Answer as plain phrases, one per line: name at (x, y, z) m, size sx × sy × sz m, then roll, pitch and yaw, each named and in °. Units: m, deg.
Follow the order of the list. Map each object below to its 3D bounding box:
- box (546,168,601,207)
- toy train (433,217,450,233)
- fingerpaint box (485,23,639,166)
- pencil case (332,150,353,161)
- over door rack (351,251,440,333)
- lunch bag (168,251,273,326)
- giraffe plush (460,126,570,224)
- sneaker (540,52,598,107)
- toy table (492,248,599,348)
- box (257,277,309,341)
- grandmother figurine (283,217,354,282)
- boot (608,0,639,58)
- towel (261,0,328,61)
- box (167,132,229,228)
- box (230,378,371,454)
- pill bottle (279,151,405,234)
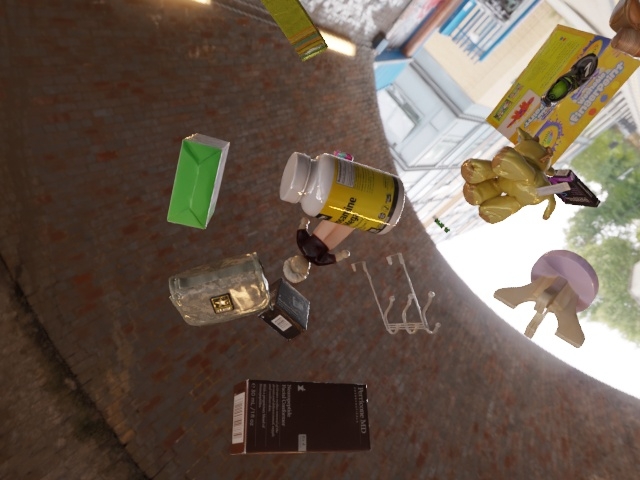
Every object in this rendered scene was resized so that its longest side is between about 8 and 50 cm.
box at (0.743, -0.157, 1.373) m, size 0.162 × 0.029 × 0.116 m, roll 34°, pitch 177°, yaw -21°
toy train at (0.512, -0.062, 1.930) m, size 0.024 × 0.017 × 0.083 m, roll -38°, pitch -113°, yaw -15°
fingerpaint box at (0.903, -0.560, 1.763) m, size 0.163 × 0.444 × 0.371 m, roll 24°, pitch -153°, yaw -18°
pencil case at (0.066, -0.292, 2.085) m, size 0.105 × 0.236 × 0.104 m, roll 22°, pitch 177°, yaw 1°
over door rack at (0.286, 0.191, 1.684) m, size 0.108 × 0.240 × 0.324 m, roll -32°, pitch -83°, yaw -32°
lunch bag at (-0.262, 0.135, 1.251) m, size 0.236 × 0.287 × 0.168 m, roll -14°, pitch -105°, yaw -5°
giraffe plush at (0.426, -0.153, 0.984) m, size 0.170 × 0.210 × 0.181 m, roll -57°, pitch -42°, yaw -38°
sneaker at (0.746, -0.474, 1.363) m, size 0.067 × 0.188 × 0.078 m, roll 48°, pitch -161°, yaw 3°
toy table at (0.632, 0.162, 1.264) m, size 0.252 × 0.161 × 0.274 m, roll 29°, pitch 158°, yaw 42°
box at (-0.128, 0.245, 1.640) m, size 0.156 × 0.093 × 0.158 m, roll 44°, pitch -156°, yaw -20°
grandmother figurine at (0.000, 0.000, 1.541) m, size 0.208 × 0.342 × 0.104 m, roll 41°, pitch -179°, yaw 30°
boot at (0.817, -0.534, 1.149) m, size 0.153 × 0.073 × 0.197 m, roll 17°, pitch -105°, yaw -1°
towel at (-0.080, -0.667, 1.405) m, size 0.237 × 0.102 × 0.021 m, roll 46°, pitch -141°, yaw -36°
box at (-0.395, -0.199, 1.488) m, size 0.127 × 0.261 × 0.231 m, roll 14°, pitch -165°, yaw -9°
box at (-0.054, 0.512, 1.316) m, size 0.382 × 0.143 × 0.191 m, roll 10°, pitch -118°, yaw -25°
pill bottle at (0.061, -0.143, 1.339) m, size 0.334 × 0.187 × 0.187 m, roll 14°, pitch -139°, yaw -18°
